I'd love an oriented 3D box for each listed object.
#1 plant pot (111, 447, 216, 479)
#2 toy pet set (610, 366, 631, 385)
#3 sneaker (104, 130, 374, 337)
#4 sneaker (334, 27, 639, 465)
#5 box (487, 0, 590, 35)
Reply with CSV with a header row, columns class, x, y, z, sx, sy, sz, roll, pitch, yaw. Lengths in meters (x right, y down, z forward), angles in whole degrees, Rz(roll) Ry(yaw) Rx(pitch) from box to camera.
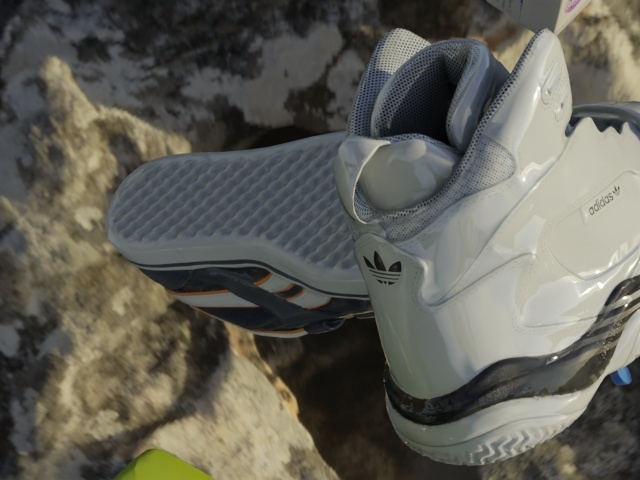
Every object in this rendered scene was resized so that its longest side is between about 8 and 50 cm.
class,x,y,z,sx,sy,sz,roll,pitch,yaw
plant pot,-0.070,0.263,0.562,0.228,0.207,0.227,30,103,10
toy pet set,0.167,0.039,0.903,0.114,0.065,0.122,45,38,-14
sneaker,0.000,0.000,0.921,0.321,0.127,0.126,4,61,37
sneaker,0.151,-0.053,0.747,0.366,0.210,0.137,-40,32,-29
box,0.251,-0.281,0.963,0.063,0.067,0.324,37,67,19
